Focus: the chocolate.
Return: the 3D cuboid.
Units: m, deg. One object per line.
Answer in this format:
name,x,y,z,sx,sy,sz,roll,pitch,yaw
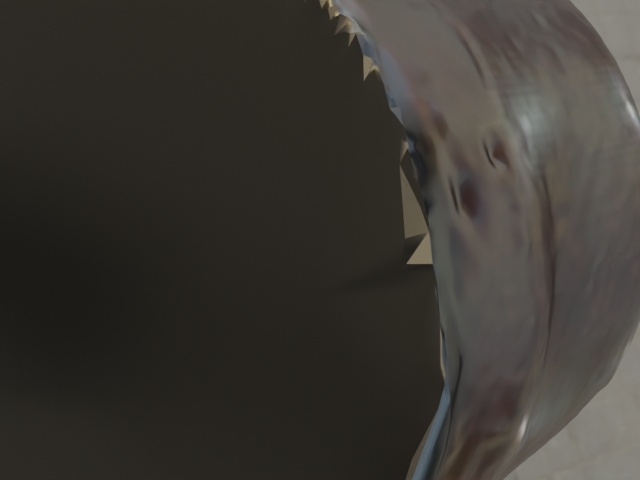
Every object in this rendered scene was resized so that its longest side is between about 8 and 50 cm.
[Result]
chocolate,0.000,0.000,0.783,0.331,0.384,0.383,-6,78,-54
